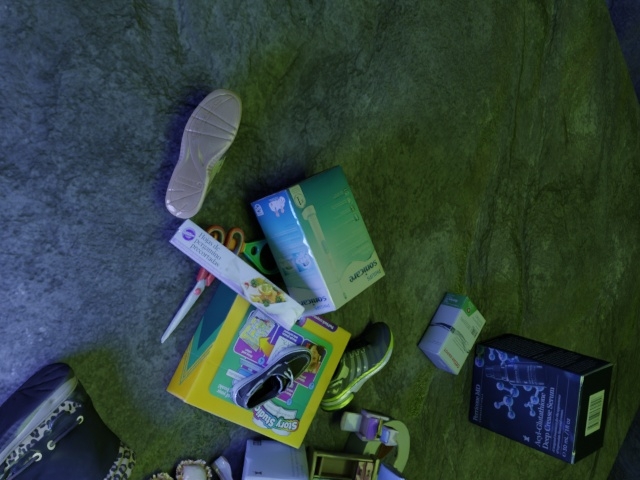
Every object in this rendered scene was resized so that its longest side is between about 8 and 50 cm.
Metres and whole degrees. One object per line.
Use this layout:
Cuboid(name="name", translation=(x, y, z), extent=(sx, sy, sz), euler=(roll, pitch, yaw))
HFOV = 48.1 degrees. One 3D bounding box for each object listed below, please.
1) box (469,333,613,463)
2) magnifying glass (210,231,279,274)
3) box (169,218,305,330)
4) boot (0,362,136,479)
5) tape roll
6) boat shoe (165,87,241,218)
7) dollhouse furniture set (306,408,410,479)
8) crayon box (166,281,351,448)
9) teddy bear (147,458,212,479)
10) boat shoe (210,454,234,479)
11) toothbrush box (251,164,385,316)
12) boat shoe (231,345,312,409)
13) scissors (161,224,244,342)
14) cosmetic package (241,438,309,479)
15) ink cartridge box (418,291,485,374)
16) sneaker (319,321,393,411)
Cuboid(name="box", translation=(0.726, 0.510, 2.388), extent=(0.211, 0.395, 0.294), euler=(-6, 103, -42))
Cuboid(name="magnifying glass", translation=(-0.165, 0.021, 1.686), extent=(0.230, 0.026, 0.092), euler=(19, 86, -42))
Cuboid(name="box", translation=(-0.178, 0.075, 1.548), extent=(0.324, 0.067, 0.063), euler=(38, 80, -11))
Cuboid(name="boot", translation=(-0.543, 0.454, 1.353), extent=(0.377, 0.138, 0.284), euler=(-51, 130, -30))
Cuboid(name="tape roll", translation=(0.167, 0.623, 2.106), extent=(0.219, 0.072, 0.219), euler=(-12, 108, -41))
Cuboid(name="boat shoe", translation=(-0.250, -0.183, 1.513), extent=(0.102, 0.092, 0.286), euler=(20, 89, -13))
Cuboid(name="dollhouse furniture set", translation=(0.103, 0.611, 1.841), extent=(0.198, 0.303, 0.287), euler=(12, 91, -20))
Cuboid(name="crayon box", translation=(-0.135, 0.285, 1.702), extent=(0.362, 0.106, 0.313), euler=(34, 76, -36))
Cuboid(name="teddy bear", translation=(-0.315, 0.672, 1.649), extent=(0.245, 0.113, 0.338), euler=(-39, 116, -39))
Cuboid(name="boat shoe", translation=(-0.235, 0.583, 1.734), extent=(0.045, 0.050, 0.136), euler=(-23, 112, -26))
Cuboid(name="toothbrush box", translation=(0.000, 0.000, 1.689), extent=(0.216, 0.126, 0.296), euler=(-31, 100, -47))
Cuboid(name="boat shoe", translation=(-0.095, 0.315, 1.623), extent=(0.219, 0.070, 0.078), euler=(-31, 115, -30))
Cuboid(name="scissors", translation=(-0.258, 0.101, 1.601), extent=(0.109, 0.021, 0.297), euler=(23, 88, -45))
Cuboid(name="cosmetic package", translation=(-0.126, 0.698, 1.715), extent=(0.156, 0.217, 0.385), euler=(8, 99, -6))
Cuboid(name="ink cartridge box", translation=(0.415, 0.293, 2.257), extent=(0.153, 0.086, 0.208), euler=(49, 65, -39))
Cuboid(name="sneaker", translation=(0.088, 0.321, 1.942), extent=(0.300, 0.111, 0.121), euler=(-46, 123, -29))
